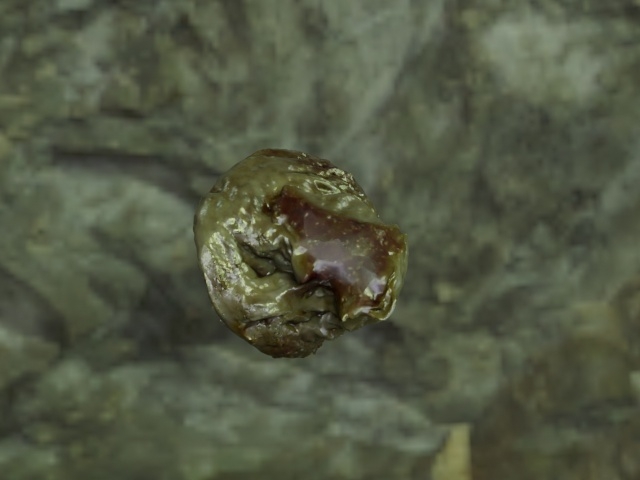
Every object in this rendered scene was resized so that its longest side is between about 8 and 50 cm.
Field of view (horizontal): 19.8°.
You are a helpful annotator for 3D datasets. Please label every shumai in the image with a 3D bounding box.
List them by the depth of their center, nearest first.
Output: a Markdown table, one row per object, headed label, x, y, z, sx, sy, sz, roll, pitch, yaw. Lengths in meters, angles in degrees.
| label | x | y | z | sx | sy | sz | roll | pitch | yaw |
| --- | --- | --- | --- | --- | --- | --- | --- | --- | --- |
| shumai | -0.002 | -0.001 | 1.088 | 0.105 | 0.123 | 0.139 | -24 | 8 | 20 |
